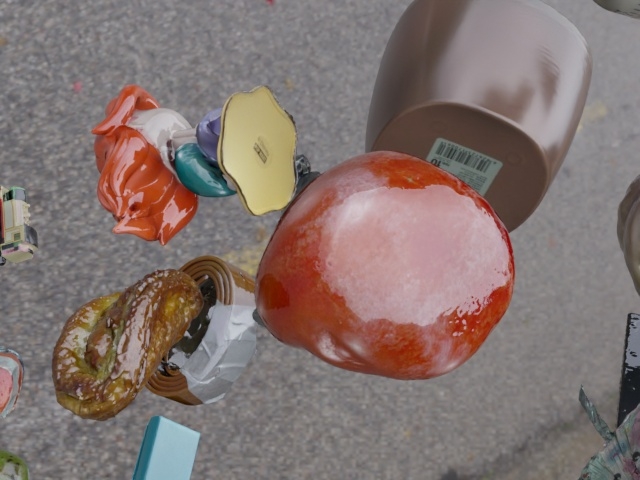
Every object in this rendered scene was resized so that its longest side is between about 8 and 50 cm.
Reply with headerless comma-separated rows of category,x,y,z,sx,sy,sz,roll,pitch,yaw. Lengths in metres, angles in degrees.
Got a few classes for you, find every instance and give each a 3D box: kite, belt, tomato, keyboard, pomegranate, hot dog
kite,0.228,0.156,0.780,0.011,0.139,0.157,34,16,-18
belt,-0.209,0.160,1.761,0.105,0.184,0.261,35,74,-57
tomato,0.047,0.019,0.724,0.187,0.187,0.151,-30,148,-49
keyboard,0.433,0.201,1.281,0.310,0.100,0.018,-63,157,-50
pomegranate,-0.550,0.421,1.723,0.142,0.114,0.115,71,26,-66
hot dog,-0.143,0.071,0.736,0.065,0.099,0.147,59,30,-14

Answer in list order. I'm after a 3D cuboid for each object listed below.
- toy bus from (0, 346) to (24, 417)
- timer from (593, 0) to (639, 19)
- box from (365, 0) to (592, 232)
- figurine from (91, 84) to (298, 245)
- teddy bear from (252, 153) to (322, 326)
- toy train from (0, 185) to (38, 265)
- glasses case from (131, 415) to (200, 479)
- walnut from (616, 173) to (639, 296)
toy bus,-0.612,0.221,1.616,0.265,0.120,0.121,13,89,-22
timer,0.351,-0.320,0.953,0.233,0.240,0.234,-167,-90,-89
box,0.195,-0.155,1.299,0.301,0.301,0.216,53,39,-32
figurine,-0.181,-0.098,1.238,0.181,0.257,0.208,-2,91,-58
teddy bear,0.011,0.012,1.365,0.144,0.171,0.251,103,-2,-50
toy train,-0.510,-0.028,1.641,0.050,0.087,0.138,49,27,-64
glasses case,-0.330,0.509,1.981,0.117,0.070,0.301,36,56,-38
walnut,0.489,0.001,1.220,0.248,0.248,0.248,12,75,-50
